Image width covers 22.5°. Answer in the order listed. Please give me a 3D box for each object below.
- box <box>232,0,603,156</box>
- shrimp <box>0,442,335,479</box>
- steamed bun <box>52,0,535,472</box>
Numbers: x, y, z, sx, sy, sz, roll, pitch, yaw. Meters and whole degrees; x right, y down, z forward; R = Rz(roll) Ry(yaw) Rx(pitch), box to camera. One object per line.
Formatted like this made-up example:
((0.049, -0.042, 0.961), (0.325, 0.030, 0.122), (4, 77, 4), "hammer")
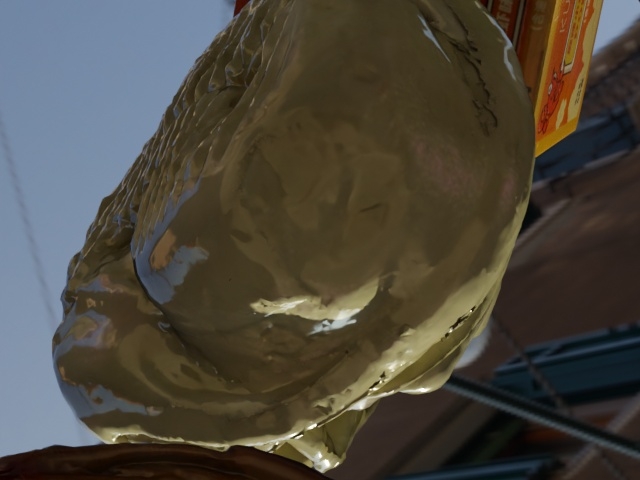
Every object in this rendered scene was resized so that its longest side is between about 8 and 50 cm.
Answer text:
((0.088, -0.232, 1.268), (0.214, 0.259, 0.284), (-30, -48, -64), "box")
((-0.056, 0.105, 0.447), (0.236, 0.053, 0.133), (17, -120, 0), "shrimp")
((0.000, 0.000, 0.998), (0.247, 0.352, 0.339), (37, -152, -14), "steamed bun")
